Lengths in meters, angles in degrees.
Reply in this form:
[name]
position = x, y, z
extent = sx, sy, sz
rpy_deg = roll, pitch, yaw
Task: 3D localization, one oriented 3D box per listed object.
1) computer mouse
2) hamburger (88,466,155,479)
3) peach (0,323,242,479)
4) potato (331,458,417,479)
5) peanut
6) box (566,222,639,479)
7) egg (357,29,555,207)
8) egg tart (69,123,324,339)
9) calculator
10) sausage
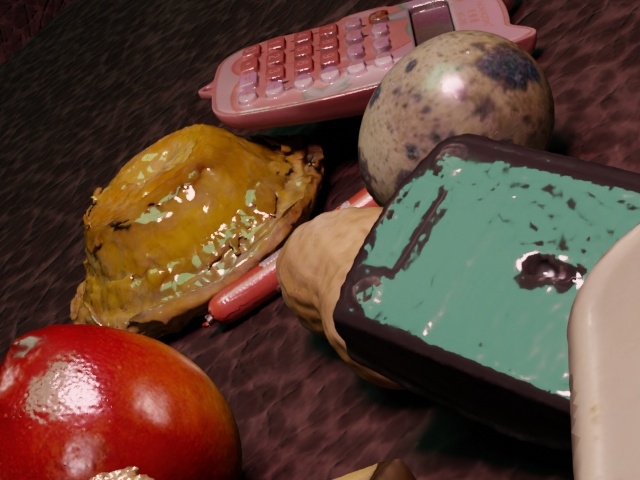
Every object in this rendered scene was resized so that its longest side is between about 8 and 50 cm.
[computer mouse]
position = 0.147, 0.040, 0.904
extent = 0.269, 0.100, 0.170
rpy_deg = 21, 66, 38
[hamburger]
position = -0.115, 0.237, 0.918
extent = 0.087, 0.176, 0.102
rpy_deg = -16, -25, -21
[peach]
position = -0.153, 0.145, 1.041
extent = 0.197, 0.197, 0.197
rpy_deg = -30, 24, 14
[potato]
position = 0.005, 0.187, 0.908
extent = 0.103, 0.066, 0.096
rpy_deg = -22, 12, 41
[peanut]
position = 0.043, 0.040, 1.089
extent = 0.117, 0.101, 0.263
rpy_deg = -56, 23, 4
[box]
position = 0.281, 0.101, 0.332
extent = 0.352, 0.344, 0.177
rpy_deg = -25, 28, 22
[egg]
position = 0.103, -0.084, 1.197
extent = 0.181, 0.141, 0.141
rpy_deg = -43, 15, 37
[egg tart]
position = -0.133, -0.024, 1.439
extent = 0.294, 0.116, 0.295
rpy_deg = -31, 21, 14
[calculator]
position = 0.042, -0.175, 1.473
extent = 0.329, 0.048, 0.220
rpy_deg = -12, 28, 6
[sausage]
position = 0.000, 0.000, 1.310
extent = 0.253, 0.034, 0.034
rpy_deg = -35, 23, 0
